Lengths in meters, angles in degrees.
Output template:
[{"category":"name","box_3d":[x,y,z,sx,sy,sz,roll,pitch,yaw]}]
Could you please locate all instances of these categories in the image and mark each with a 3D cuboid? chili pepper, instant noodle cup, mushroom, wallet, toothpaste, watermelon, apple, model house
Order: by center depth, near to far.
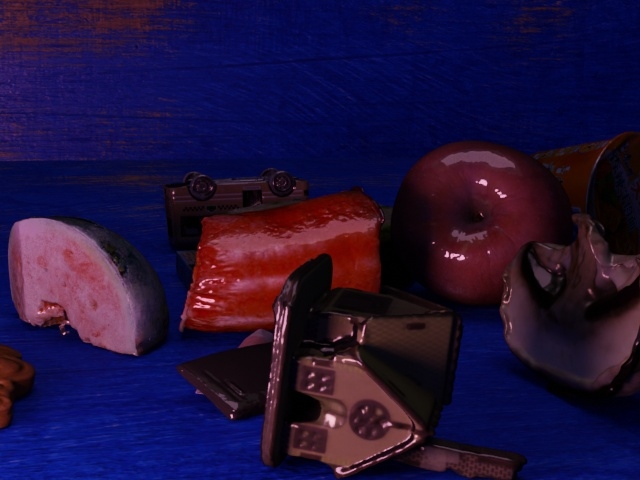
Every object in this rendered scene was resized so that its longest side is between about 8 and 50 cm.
[{"category":"model house","box_3d":[0.097,0.148,1.319,0.279,0.218,0.205,9,13,12]},{"category":"wallet","box_3d":[-0.058,0.168,1.559,0.244,0.025,0.124,-10,32,-44]},{"category":"mushroom","box_3d":[0.367,0.085,1.579,0.130,0.247,0.344,9,-11,-22]},{"category":"toothpaste","box_3d":[-0.102,0.169,1.605,0.067,0.043,0.194,8,18,12]},{"category":"watermelon","box_3d":[-0.336,0.042,1.819,0.322,0.188,0.175,16,21,31]},{"category":"chili pepper","box_3d":[-0.068,0.027,1.853,0.305,0.229,0.251,0,28,-12]},{"category":"apple","box_3d":[0.271,-0.027,2.041,0.306,0.305,0.235,3,-13,9]},{"category":"toothpaste","box_3d":[-0.206,0.057,2.130,0.070,0.044,0.193,-2,12,-16]},{"category":"instant noodle cup","box_3d":[0.503,-0.059,2.280,0.296,0.296,0.214,-8,7,-41]}]

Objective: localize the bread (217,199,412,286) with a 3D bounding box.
[{"category":"bread","box_3d":[0.000,0.000,2.229,0.366,0.129,0.382,4,11,15]}]

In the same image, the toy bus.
[{"category":"toy bus","box_3d":[-0.170,-0.063,2.463,0.289,0.157,0.139,-4,7,-15]}]

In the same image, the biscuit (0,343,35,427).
[{"category":"biscuit","box_3d":[-0.452,0.177,1.503,0.186,0.044,0.295,3,11,-7]}]
